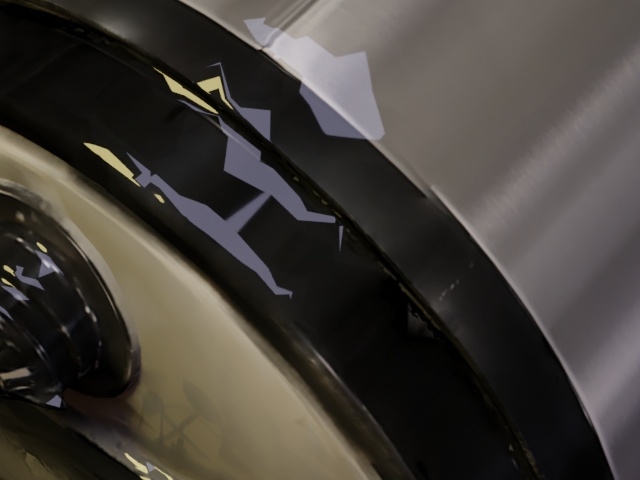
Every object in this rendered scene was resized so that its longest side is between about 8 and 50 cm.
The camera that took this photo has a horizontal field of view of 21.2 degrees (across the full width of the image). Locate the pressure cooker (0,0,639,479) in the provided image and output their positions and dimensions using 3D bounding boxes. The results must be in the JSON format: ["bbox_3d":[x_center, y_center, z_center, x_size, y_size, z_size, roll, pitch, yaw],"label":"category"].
[{"bbox_3d":[-0.002,-0.005,0.672,0.420,0.370,0.375,-45,109,-30],"label":"pressure cooker"}]
